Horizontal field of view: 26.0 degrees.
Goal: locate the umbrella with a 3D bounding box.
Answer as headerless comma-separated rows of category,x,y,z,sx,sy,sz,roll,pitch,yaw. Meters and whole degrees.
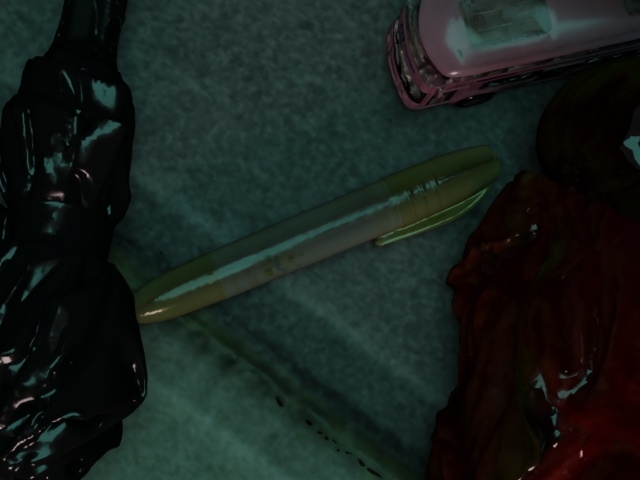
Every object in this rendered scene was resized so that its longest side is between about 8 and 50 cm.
umbrella,-0.139,-0.029,0.763,0.118,0.118,0.340,7,72,-5

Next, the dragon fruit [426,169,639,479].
dragon fruit,0.162,0.118,0.757,0.302,0.240,0.330,-36,63,17

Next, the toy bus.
toy bus,0.142,-0.128,0.805,0.203,0.090,0.063,-14,84,-7

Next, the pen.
pen,0.000,0.000,0.802,0.233,0.032,0.040,-23,108,-7

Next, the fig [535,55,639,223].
fig,0.200,-0.062,0.801,0.154,0.103,0.109,-31,108,-33
